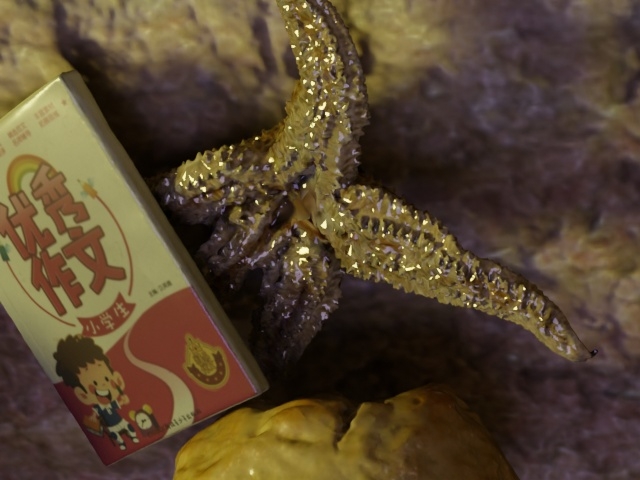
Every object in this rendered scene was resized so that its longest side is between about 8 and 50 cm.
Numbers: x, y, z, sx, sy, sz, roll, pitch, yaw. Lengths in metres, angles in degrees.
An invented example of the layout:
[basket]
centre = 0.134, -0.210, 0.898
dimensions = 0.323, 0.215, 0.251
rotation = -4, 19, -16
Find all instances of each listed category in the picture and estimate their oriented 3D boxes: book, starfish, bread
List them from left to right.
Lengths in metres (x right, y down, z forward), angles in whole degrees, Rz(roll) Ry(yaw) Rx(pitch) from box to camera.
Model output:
[book]
centre = -0.146, 0.023, 1.154
dimensions = 0.162, 0.022, 0.232
rotation = -28, 96, 39
[starfish]
centre = -0.019, 0.003, 1.133
dimensions = 0.293, 0.084, 0.301
rotation = -33, 102, 39
[bread]
centre = 0.010, 0.160, 1.166
dimensions = 0.244, 0.244, 0.134
rotation = -7, 82, 17
